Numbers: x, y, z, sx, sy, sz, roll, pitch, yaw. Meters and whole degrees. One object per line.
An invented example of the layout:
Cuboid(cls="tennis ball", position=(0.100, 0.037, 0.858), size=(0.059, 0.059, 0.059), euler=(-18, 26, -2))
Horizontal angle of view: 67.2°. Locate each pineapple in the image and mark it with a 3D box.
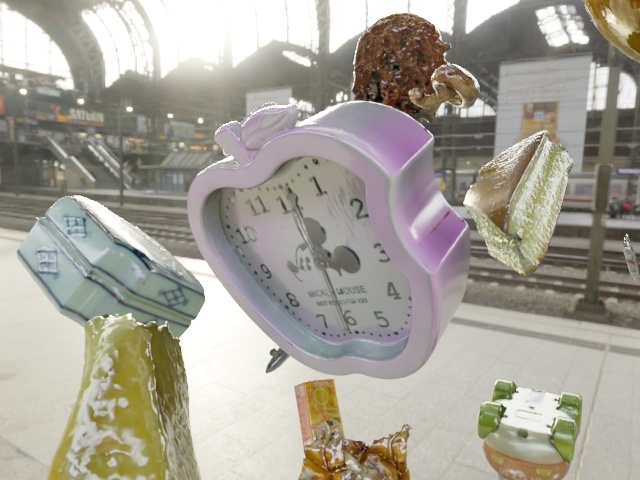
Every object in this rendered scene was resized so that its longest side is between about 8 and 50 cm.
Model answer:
Cuboid(cls="pineapple", position=(0.037, 0.248, 0.316), size=(0.079, 0.233, 0.135), euler=(-7, 23, 18))

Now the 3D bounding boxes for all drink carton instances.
Cuboid(cls="drink carton", position=(0.001, 0.480, 1.254), size=(0.096, 0.223, 0.071), euler=(2, -26, -29))

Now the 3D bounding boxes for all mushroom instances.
Cuboid(cls="mushroom", position=(0.210, -0.257, 0.808), size=(0.129, 0.072, 0.088), euler=(-8, 35, -27))

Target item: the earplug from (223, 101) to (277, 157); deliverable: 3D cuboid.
Cuboid(cls="earplug", position=(-0.075, -0.178, 1.208), size=(0.301, 0.172, 0.172), euler=(43, -17, -30))

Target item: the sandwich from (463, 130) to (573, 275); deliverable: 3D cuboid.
Cuboid(cls="sandwich", position=(0.245, -0.051, 0.613), size=(0.088, 0.090, 0.244), euler=(-22, 20, 48))

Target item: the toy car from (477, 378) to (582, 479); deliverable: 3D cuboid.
Cuboid(cls="toy car", position=(0.360, 0.374, 0.829), size=(0.145, 0.235, 0.235), euler=(3, 6, 31))

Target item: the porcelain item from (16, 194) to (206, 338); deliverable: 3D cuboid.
Cuboid(cls="porcelain item", position=(-0.370, 0.058, 0.888), size=(0.281, 0.157, 0.286), euler=(36, -5, 31))

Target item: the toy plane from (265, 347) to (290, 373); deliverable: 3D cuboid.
Cuboid(cls="toy plane", position=(-0.034, 0.186, 0.998), size=(0.226, 0.058, 0.226), euler=(-38, 42, -27))

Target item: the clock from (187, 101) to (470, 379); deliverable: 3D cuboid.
Cuboid(cls="clock", position=(0.000, 0.000, 0.551), size=(0.338, 0.338, 0.102), euler=(7, 35, 37))

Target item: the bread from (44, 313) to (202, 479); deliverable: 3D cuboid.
Cuboid(cls="bread", position=(-0.091, 0.246, 0.350), size=(0.245, 0.361, 0.233), euler=(14, -20, -5))

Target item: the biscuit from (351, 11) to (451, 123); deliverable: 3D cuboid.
Cuboid(cls="biscuit", position=(0.227, -0.457, 1.357), size=(0.289, 0.334, 0.081), euler=(23, 29, 23))

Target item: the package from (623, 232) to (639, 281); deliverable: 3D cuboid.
Cuboid(cls="package", position=(0.629, 0.038, 0.973), size=(0.015, 0.110, 0.037), euler=(-4, 39, 47))

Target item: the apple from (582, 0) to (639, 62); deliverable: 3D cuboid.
Cuboid(cls="apple", position=(0.368, -0.273, 0.424), size=(0.246, 0.246, 0.226), euler=(0, 34, -19))
